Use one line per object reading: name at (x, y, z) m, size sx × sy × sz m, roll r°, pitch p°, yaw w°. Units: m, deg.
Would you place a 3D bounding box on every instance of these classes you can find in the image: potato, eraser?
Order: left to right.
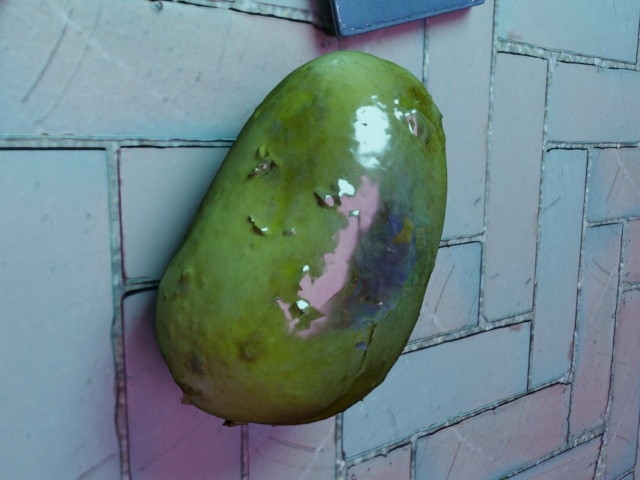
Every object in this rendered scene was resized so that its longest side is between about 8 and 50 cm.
potato at (0.000, 0.000, 0.489) m, size 0.210 × 0.173 × 0.307 m, roll 23°, pitch 86°, yaw -36°
eraser at (0.086, -0.253, 0.598) m, size 0.225 × 0.036 × 0.081 m, roll -25°, pitch 112°, yaw -32°
